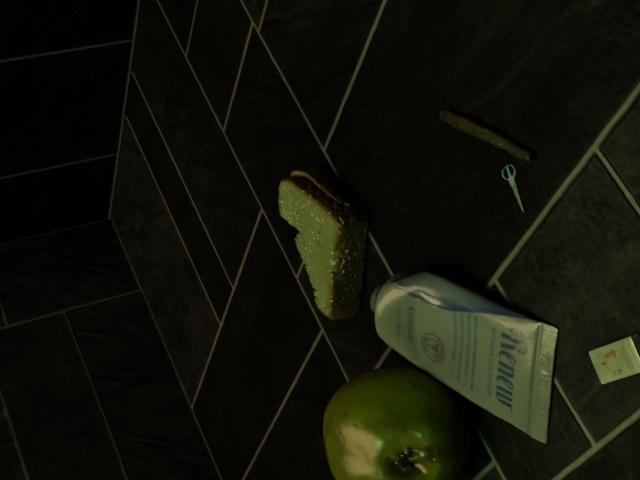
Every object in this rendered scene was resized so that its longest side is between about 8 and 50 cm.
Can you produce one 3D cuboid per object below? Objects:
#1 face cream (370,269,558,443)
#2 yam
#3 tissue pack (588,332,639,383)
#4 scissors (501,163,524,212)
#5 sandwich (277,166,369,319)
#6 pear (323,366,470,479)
[{"bbox_3d":[0.254,0.177,1.806,0.420,0.137,0.234,27,126,43],"label":"face cream"},{"bbox_3d":[0.272,-0.177,1.640,0.234,0.029,0.027,37,163,50],"label":"yam"},{"bbox_3d":[0.445,0.176,1.479,0.108,0.023,0.056,-40,68,62],"label":"tissue pack"},{"bbox_3d":[0.316,-0.084,1.617,0.036,0.006,0.083,-35,72,62],"label":"scissors"},{"bbox_3d":[0.004,-0.001,2.194,0.254,0.100,0.288,38,137,42],"label":"sandwich"},{"bbox_3d":[0.135,0.381,1.959,0.375,0.288,0.287,-160,57,-74],"label":"pear"}]
